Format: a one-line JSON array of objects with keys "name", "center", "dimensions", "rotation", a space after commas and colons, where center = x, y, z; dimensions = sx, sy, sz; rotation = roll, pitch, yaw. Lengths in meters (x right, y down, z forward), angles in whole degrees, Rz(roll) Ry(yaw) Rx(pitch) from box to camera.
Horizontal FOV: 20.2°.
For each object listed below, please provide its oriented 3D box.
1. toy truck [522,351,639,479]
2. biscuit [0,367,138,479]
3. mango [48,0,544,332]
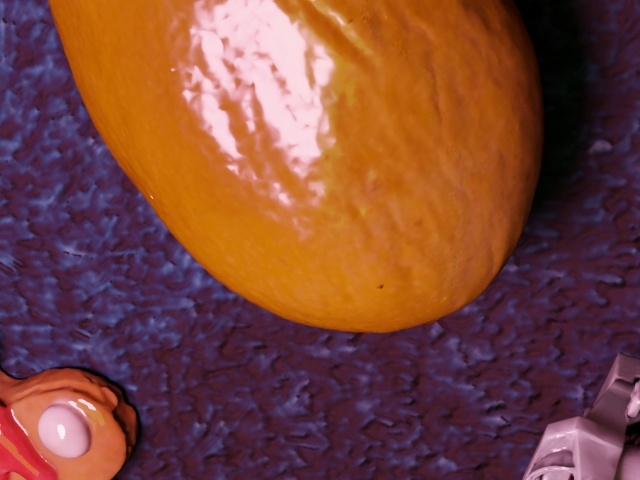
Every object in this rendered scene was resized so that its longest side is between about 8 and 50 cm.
[{"name": "toy truck", "center": [0.224, 0.136, 0.840], "dimensions": [0.256, 0.140, 0.108], "rotation": [24, 122, 6]}, {"name": "biscuit", "center": [-0.190, 0.153, 1.056], "dimensions": [0.216, 0.047, 0.340], "rotation": [-20, 109, 27]}, {"name": "mango", "center": [-0.027, -0.103, 0.807], "dimensions": [0.195, 0.142, 0.332], "rotation": [-32, 96, 22]}]
